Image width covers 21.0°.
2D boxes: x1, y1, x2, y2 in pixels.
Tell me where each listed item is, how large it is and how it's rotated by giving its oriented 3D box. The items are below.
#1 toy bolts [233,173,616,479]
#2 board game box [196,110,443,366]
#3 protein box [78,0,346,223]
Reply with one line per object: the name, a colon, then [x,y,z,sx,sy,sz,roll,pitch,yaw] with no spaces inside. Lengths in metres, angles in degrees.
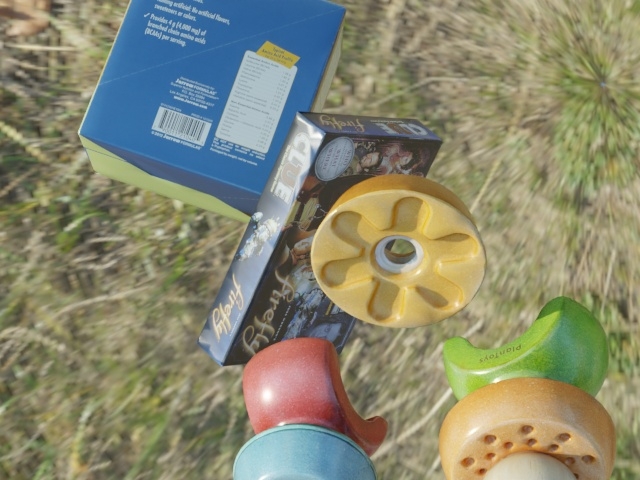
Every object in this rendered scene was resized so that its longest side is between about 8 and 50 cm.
toy bolts: [0.035,0.103,0.997,0.229,0.158,0.218,-27,120,24]
board game box: [0.000,0.000,1.578,0.042,0.165,0.243,40,117,34]
protein box: [-0.100,-0.144,1.661,0.200,0.136,0.201,18,77,3]
